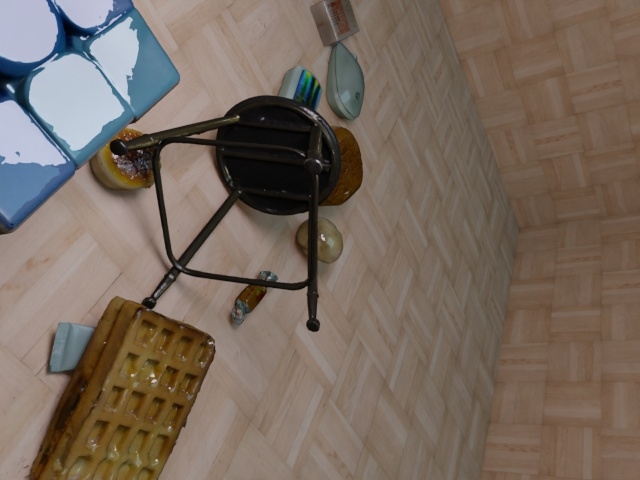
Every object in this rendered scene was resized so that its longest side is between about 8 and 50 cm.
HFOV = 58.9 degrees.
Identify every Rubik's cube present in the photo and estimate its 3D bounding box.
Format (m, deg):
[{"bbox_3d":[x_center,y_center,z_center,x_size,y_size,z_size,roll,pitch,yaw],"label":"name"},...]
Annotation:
[{"bbox_3d":[-0.465,-0.227,0.715,0.346,0.347,0.344,57,47,-31],"label":"Rubik's cube"}]

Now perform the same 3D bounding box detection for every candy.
[{"bbox_3d":[-0.168,0.134,1.389,0.182,0.047,0.053,-49,126,-44],"label":"candy"}]

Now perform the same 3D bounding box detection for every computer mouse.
[{"bbox_3d":[0.098,-0.542,1.918,0.159,0.097,0.288,36,54,-45],"label":"computer mouse"}]

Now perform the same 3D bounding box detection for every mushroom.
[{"bbox_3d":[0.000,0.000,1.615,0.148,0.112,0.148,39,30,-27],"label":"mushroom"}]

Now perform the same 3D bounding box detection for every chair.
[{"bbox_3d":[-0.136,-0.101,1.177,0.410,0.365,0.361,-69,162,-56],"label":"chair"}]

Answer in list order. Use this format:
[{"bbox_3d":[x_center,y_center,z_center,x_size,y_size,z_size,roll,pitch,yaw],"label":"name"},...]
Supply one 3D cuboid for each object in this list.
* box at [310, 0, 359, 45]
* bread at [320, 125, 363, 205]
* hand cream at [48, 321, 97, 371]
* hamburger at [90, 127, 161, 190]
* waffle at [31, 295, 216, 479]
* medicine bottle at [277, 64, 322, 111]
[{"bbox_3d":[0.053,-0.755,1.933,0.201,0.058,0.140,-45,120,-51],"label":"box"},{"bbox_3d":[0.019,-0.222,1.678,0.253,0.143,0.227,-39,121,-56],"label":"bread"},{"bbox_3d":[-0.353,0.206,1.084,0.331,0.058,0.085,16,85,-49],"label":"hand cream"},{"bbox_3d":[-0.373,-0.158,1.106,0.141,0.082,0.126,24,62,-51],"label":"hamburger"},{"bbox_3d":[-0.335,0.285,0.999,0.224,0.098,0.327,37,68,-44],"label":"waffle"},{"bbox_3d":[-0.068,-0.386,1.631,0.121,0.083,0.228,41,49,-37],"label":"medicine bottle"}]
